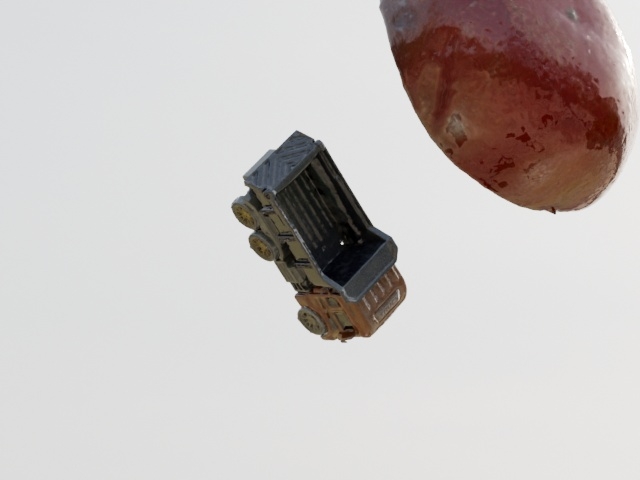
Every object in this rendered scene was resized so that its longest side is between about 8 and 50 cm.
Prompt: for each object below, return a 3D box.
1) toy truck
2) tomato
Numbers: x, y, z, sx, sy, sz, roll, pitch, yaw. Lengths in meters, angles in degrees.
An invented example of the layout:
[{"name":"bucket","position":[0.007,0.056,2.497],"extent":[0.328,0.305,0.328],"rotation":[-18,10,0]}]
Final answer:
[{"name":"toy truck","position":[0.000,0.000,1.672],"extent":[0.092,0.083,0.192],"rotation":[2,-49,51]},{"name":"tomato","position":[0.222,-0.196,1.968],"extent":[0.338,0.338,0.143],"rotation":[21,-44,-32]}]
